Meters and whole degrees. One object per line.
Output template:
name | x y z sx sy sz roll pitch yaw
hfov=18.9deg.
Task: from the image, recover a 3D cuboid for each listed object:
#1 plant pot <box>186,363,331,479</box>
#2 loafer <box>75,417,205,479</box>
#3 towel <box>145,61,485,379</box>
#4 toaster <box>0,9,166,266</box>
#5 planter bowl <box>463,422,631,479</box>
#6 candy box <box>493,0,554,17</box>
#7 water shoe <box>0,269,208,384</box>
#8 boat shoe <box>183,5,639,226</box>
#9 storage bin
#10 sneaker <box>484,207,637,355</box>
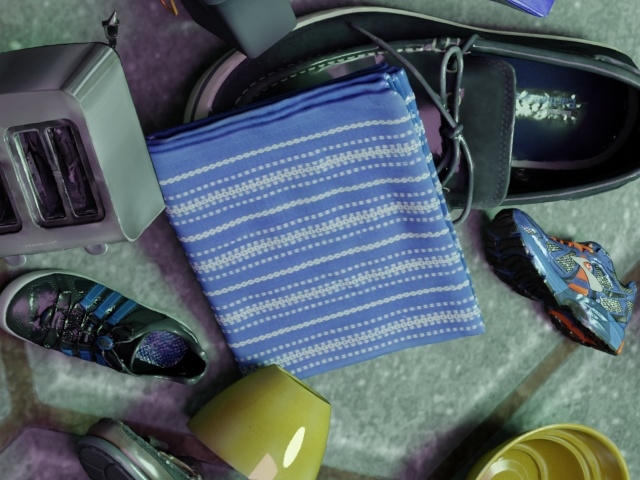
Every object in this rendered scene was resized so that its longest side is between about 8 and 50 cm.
plant pot | -0.044 0.173 1.808 0.134 0.134 0.095 35 91 -32
loafer | -0.136 0.244 1.824 0.084 0.096 0.267 -55 132 -26
towel | 0.000 0.000 1.741 0.243 0.040 0.336 -16 131 7
toaster | -0.235 -0.076 1.602 0.168 0.110 0.185 -7 116 17
planter bowl | 0.211 0.277 2.009 0.217 0.090 0.217 -9 110 -25
candy box | 0.143 -0.387 1.632 0.268 0.122 0.317 21 96 -44
water shoe | -0.191 0.079 1.732 0.203 0.080 0.073 15 98 -31
boat shoe | 0.115 -0.114 1.793 0.500 0.156 0.186 -2 109 -27
storage bin | -0.086 -0.216 1.668 0.098 0.135 0.091 -39 130 -12
sneaker | 0.247 0.028 1.965 0.221 0.083 0.087 42 71 -37
